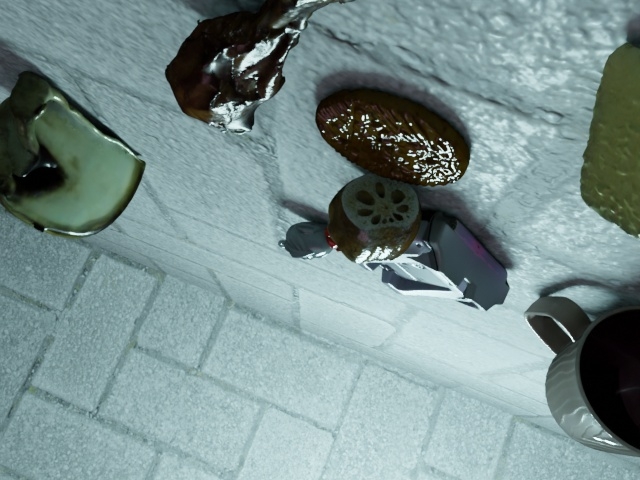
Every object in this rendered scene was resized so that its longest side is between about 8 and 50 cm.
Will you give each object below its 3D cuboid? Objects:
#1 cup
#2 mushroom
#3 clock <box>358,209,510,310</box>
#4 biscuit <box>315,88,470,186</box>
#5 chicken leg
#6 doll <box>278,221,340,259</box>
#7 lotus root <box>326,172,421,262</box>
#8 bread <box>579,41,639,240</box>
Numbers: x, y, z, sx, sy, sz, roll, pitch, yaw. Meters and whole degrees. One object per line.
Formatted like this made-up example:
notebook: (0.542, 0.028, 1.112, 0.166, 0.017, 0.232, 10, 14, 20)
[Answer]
cup: (0.451, 0.219, 1.006, 0.288, 0.208, 0.273, 18, 166, 12)
mushroom: (-0.486, -0.132, 1.125, 0.212, 0.217, 0.292, 22, 167, 17)
clock: (0.168, 0.034, 1.012, 0.186, 0.083, 0.253, 9, 161, 44)
biscuit: (0.080, -0.111, 0.736, 0.187, 0.027, 0.188, 20, 165, 6)
chicken leg: (-0.054, -0.185, 0.582, 0.113, 0.093, 0.304, 10, 164, -28)
doll: (0.000, 0.000, 1.172, 0.180, 0.079, 0.094, -3, 138, 33)
lotus root: (0.071, -0.036, 0.856, 0.122, 0.112, 0.081, -8, 156, -7)
bread: (0.297, -0.025, 0.411, 0.178, 0.142, 0.266, 18, -159, -28)
